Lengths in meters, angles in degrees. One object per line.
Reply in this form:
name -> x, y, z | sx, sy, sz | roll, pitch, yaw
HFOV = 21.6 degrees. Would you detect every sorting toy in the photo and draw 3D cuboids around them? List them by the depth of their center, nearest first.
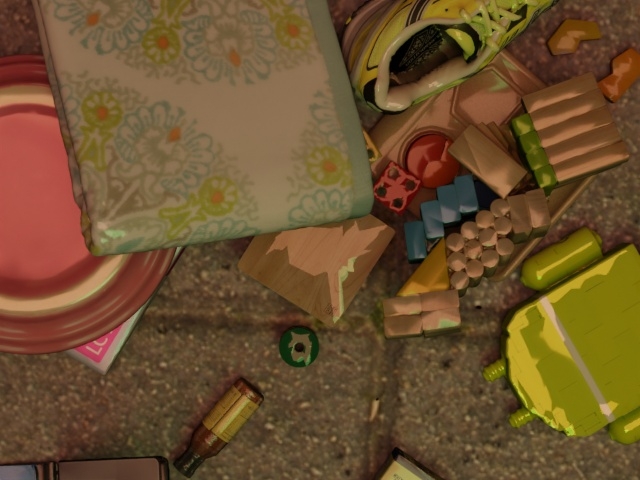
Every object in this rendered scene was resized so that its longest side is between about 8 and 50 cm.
sorting toy -> 0.000, 0.000, 1.905 | 0.132, 0.046, 0.274 | 32, 94, -2
sorting toy -> 0.218, -0.135, 1.906 | 0.229, 0.041, 0.307 | 41, 92, -3

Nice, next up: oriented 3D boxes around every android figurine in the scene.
android figurine -> 0.319, 0.116, 1.913 | 0.273, 0.056, 0.248 | -32, 94, -2

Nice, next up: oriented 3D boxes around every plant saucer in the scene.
plant saucer -> -0.315, -0.042, 1.820 | 0.332, 0.084, 0.332 | 0, 88, -5

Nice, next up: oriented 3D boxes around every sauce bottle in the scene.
sauce bottle -> -0.119, 0.216, 1.918 | 0.042, 0.042, 0.128 | 43, 93, -3

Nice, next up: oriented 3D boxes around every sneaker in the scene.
sneaker -> 0.192, -0.262, 1.793 | 0.385, 0.147, 0.145 | -40, 119, 19

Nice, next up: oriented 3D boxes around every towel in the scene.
towel -> -0.132, -0.178, 1.799 | 0.321, 0.090, 0.374 | -10, 75, -20

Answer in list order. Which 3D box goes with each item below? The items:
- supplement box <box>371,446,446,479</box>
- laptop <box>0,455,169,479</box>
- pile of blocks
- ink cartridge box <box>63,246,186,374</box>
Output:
supplement box -> 0.097, 0.296, 1.918 | 0.083, 0.056, 0.083 | 35, 92, -2
laptop -> -0.348, 0.434, 1.808 | 0.236, 0.408, 0.381 | 0, 83, -33
pile of blocks -> 0.184, -0.033, 1.851 | 0.362, 0.112, 0.149 | -45, 81, -5
ink cartridge box -> -0.328, -0.005, 1.896 | 0.311, 0.065, 0.185 | 31, 91, 0
